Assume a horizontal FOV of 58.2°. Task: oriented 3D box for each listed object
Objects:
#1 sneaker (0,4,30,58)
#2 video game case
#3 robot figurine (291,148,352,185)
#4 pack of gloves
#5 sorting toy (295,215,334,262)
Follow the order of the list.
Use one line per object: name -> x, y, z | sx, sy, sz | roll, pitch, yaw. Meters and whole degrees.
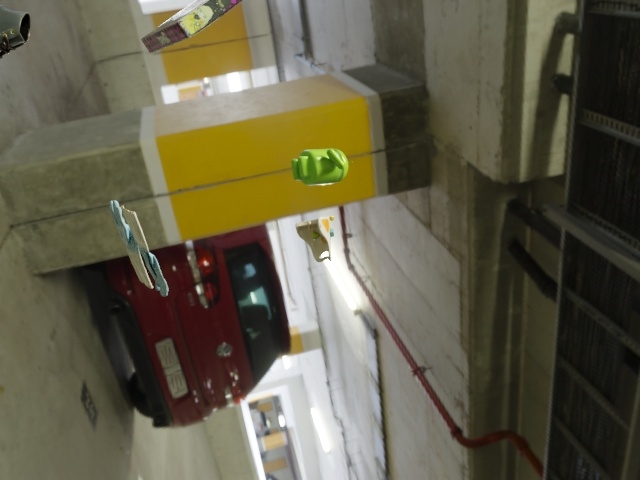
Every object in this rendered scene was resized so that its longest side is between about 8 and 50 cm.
sneaker -> -0.668, -0.383, 1.151 | 0.083, 0.118, 0.222 | 126, -27, -75
video game case -> -0.254, -0.480, 1.213 | 0.232, 0.210, 0.041 | 15, -36, 55
robot figurine -> 0.003, -0.139, 1.085 | 0.101, 0.115, 0.067 | -12, -93, 57
pack of gloves -> -0.407, 0.012, 1.330 | 0.195, 0.046, 0.232 | 19, -48, 49
sorting toy -> 0.000, 0.000, 0.971 | 0.083, 0.045, 0.075 | -8, -87, 62
